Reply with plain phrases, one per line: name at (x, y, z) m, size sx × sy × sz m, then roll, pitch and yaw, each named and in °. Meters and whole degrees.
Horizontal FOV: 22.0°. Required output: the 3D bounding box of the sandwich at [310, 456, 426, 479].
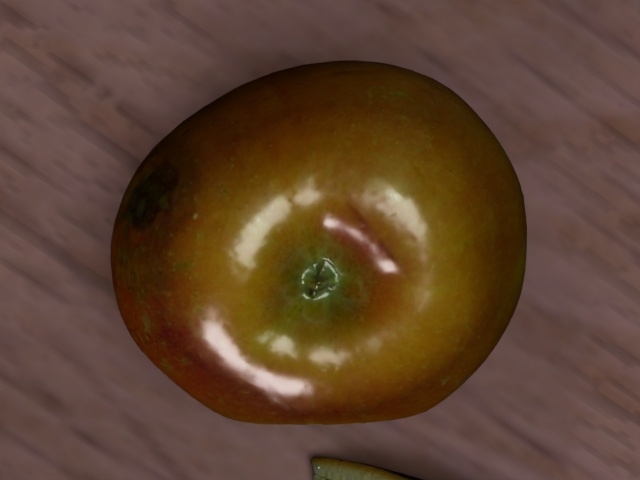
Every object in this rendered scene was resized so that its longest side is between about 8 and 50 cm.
sandwich at (0.036, 0.089, 0.493) m, size 0.083 × 0.044 × 0.031 m, roll 18°, pitch 86°, yaw -11°

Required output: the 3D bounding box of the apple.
apple at (0.000, 0.000, 0.451) m, size 0.114 × 0.102 × 0.099 m, roll 1°, pitch 94°, yaw -7°
